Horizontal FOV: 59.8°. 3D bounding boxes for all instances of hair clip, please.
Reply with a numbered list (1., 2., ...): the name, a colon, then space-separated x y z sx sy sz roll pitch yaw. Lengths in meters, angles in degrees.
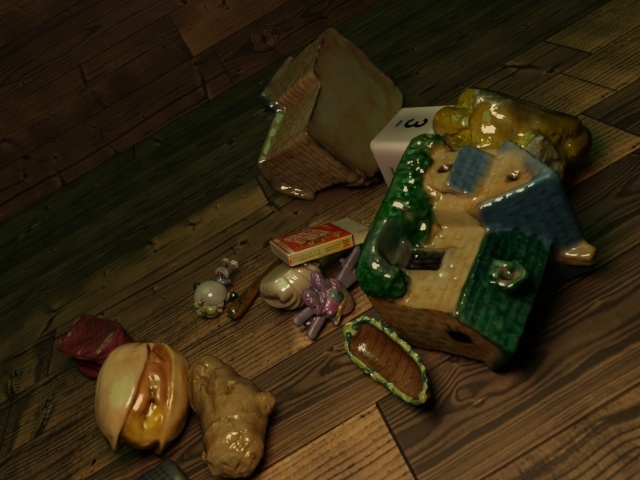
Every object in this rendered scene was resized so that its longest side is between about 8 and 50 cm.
1. hair clip: 0.036 0.111 1.365 0.090 0.137 0.278 -28 19 52

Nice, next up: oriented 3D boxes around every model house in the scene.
1. model house: 0.318 0.021 1.082 0.342 0.335 0.382 6 57 45
2. model house: -0.003 -0.365 1.858 0.399 0.395 0.446 -18 49 46

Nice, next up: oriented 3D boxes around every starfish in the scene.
1. starfish: 0.143 -0.039 1.537 0.209 0.053 0.150 -10 43 26

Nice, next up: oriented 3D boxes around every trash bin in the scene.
1. trash bin: -0.316 0.518 1.063 0.161 0.176 0.175 -36 32 -30

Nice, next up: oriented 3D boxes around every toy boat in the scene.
1. toy boat: 0.147 0.247 1.103 0.109 0.099 0.293 -62 33 5

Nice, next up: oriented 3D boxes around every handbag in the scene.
1. handbag: -0.633 0.310 1.599 0.224 0.135 0.146 4 45 35

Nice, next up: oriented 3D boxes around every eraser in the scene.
1. eraser: 0.000 0.000 1.427 0.230 0.038 0.157 -17 18 -17

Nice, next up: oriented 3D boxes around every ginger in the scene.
1. ginger: -0.205 0.360 1.205 0.190 0.126 0.354 -43 36 -10

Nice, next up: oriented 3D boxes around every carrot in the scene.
1. carrot: -0.180 0.131 1.572 0.049 0.049 0.254 3 41 40

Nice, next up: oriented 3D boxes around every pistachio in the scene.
1. pistachio: -0.416 0.357 1.312 0.229 0.230 0.309 -27 37 4

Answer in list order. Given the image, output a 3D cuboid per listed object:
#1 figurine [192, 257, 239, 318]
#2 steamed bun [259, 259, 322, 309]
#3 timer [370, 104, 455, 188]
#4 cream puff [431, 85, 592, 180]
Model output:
1. figurine: -0.299 0.139 1.611 0.147 0.094 0.197 12 39 17
2. steamed bun: -0.066 0.111 1.434 0.182 0.106 0.183 -32 12 8
3. timer: 0.290 -0.251 1.573 0.195 0.194 0.192 12 51 45
4. cream puff: 0.439 -0.210 1.353 0.377 0.276 0.378 13 22 -5
